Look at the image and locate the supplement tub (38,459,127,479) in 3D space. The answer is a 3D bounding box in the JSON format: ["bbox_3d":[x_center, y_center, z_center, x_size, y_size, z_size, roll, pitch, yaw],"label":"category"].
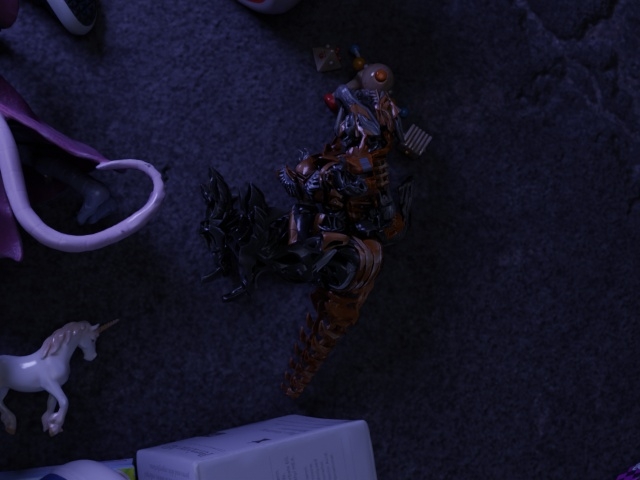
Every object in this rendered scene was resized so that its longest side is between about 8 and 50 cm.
[{"bbox_3d":[-0.250,0.346,0.636,0.325,0.235,0.235,-32,91,-34],"label":"supplement tub"}]

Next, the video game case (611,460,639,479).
[{"bbox_3d":[0.437,0.341,0.996,0.232,0.042,0.210,-29,92,-14],"label":"video game case"}]

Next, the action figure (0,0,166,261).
[{"bbox_3d":[-0.350,-0.143,0.756,0.248,0.276,0.370,-37,120,-30],"label":"action figure"}]

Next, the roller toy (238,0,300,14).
[{"bbox_3d":[-0.058,-0.350,0.893,0.146,0.209,0.191,-46,129,-13],"label":"roller toy"}]

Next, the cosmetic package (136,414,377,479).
[{"bbox_3d":[-0.057,0.260,0.820,0.184,0.151,0.151,-6,85,-32],"label":"cosmetic package"}]

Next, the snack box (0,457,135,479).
[{"bbox_3d":[-0.262,0.327,0.832,0.175,0.070,0.207,-2,85,-14],"label":"snack box"}]

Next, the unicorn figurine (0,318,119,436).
[{"bbox_3d":[-0.282,0.138,0.854,0.162,0.060,0.111,-2,85,-13],"label":"unicorn figurine"}]

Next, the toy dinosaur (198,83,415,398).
[{"bbox_3d":[0.000,0.000,0.892,0.218,0.164,0.321,7,76,-27],"label":"toy dinosaur"}]

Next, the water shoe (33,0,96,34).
[{"bbox_3d":[-0.317,-0.298,0.901,0.080,0.073,0.203,-25,108,28],"label":"water shoe"}]

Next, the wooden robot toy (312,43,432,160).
[{"bbox_3d":[0.057,-0.161,0.952,0.076,0.079,0.173,-39,92,-14],"label":"wooden robot toy"}]
